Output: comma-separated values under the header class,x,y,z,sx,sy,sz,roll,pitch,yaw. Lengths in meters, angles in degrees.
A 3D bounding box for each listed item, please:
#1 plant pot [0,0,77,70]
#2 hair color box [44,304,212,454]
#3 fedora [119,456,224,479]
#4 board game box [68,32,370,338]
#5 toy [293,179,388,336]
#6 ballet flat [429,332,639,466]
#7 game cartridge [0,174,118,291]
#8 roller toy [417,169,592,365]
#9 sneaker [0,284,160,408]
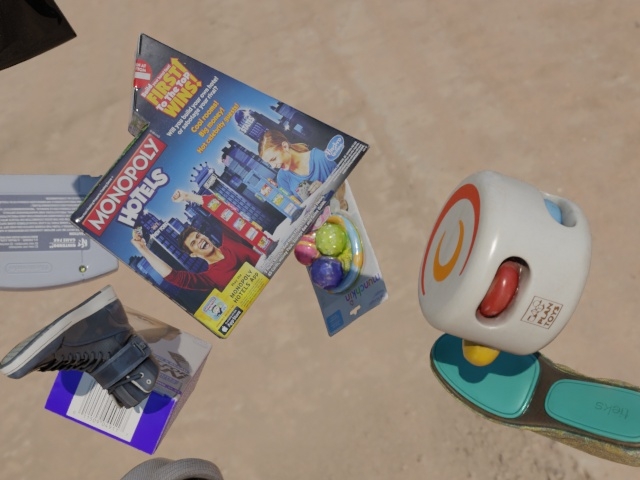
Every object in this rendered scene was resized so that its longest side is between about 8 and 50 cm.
class,x,y,z,sx,sy,sz,roll,pitch,yaw
plant pot,-0.382,-0.253,0.975,0.167,0.188,0.187,-38,41,-8
hair color box,-0.305,0.219,1.641,0.339,0.185,0.110,-74,8,-83
fedora,-0.283,0.473,1.649,0.124,0.244,0.275,21,78,41
board game box,-0.096,-0.056,0.770,0.194,0.194,0.060,-53,6,-17
toy,0.000,0.000,1.369,0.137,0.056,0.237,-39,59,45
ballet flat,0.307,0.217,1.340,0.349,0.123,0.123,16,49,36
game cartridge,-0.490,-0.013,1.659,0.294,0.196,0.060,-1,-16,-18
roller toy,0.212,0.030,1.131,0.191,0.146,0.209,139,147,-66
sneaker,-0.310,0.170,1.331,0.086,0.163,0.226,-28,5,33
